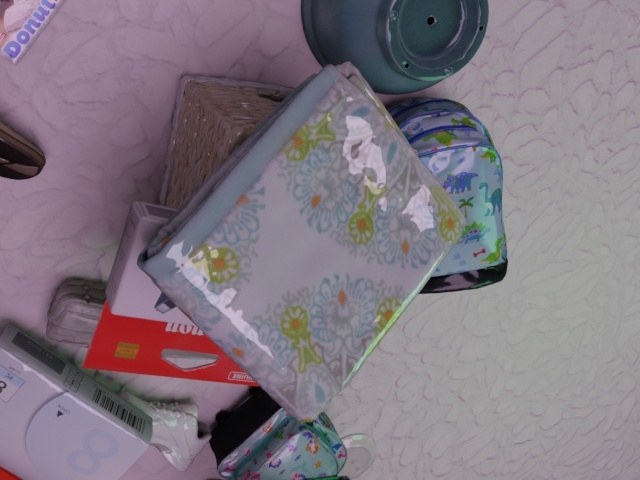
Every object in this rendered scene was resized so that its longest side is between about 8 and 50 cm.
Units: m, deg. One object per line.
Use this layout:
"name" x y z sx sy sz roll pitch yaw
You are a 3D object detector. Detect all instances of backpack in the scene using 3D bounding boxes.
"backpack" 0.203 -0.078 1.248 0.289 0.273 0.356 -5 105 0
"backpack" -0.069 0.434 1.420 0.225 0.191 0.253 -42 129 0

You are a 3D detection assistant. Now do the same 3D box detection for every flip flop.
"flip flop" -0.496 -0.187 0.969 0.112 0.080 0.277 -13 145 28

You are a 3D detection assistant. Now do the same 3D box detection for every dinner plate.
"dinner plate" 0.071 0.509 1.614 0.141 0.017 0.141 -11 121 -19

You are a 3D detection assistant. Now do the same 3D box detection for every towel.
"towel" 0.000 0.000 0.899 0.374 0.090 0.320 -49 114 -17

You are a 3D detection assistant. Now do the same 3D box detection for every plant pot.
"plant pot" 0.139 -0.356 1.090 0.292 0.196 0.293 -10 120 -19

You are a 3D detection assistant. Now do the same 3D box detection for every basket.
"basket" -0.068 -0.057 1.115 0.328 0.266 0.332 3 116 -26

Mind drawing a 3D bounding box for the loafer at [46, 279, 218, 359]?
"loafer" -0.312 0.159 1.217 0.319 0.112 0.112 19 112 -22

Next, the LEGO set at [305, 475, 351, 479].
"LEGO set" -0.029 0.577 1.263 0.331 0.192 0.255 15 100 -31

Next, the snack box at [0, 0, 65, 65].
"snack box" -0.400 -0.334 0.970 0.064 0.022 0.178 36 97 -35

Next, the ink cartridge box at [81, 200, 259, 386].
"ink cartridge box" -0.147 0.101 0.963 0.296 0.066 0.261 12 110 -29

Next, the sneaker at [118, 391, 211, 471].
"sneaker" -0.297 0.341 1.336 0.115 0.090 0.232 -44 130 -10

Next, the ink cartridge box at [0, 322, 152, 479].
"ink cartridge box" -0.528 0.375 1.191 0.308 0.091 0.385 40 98 -18
